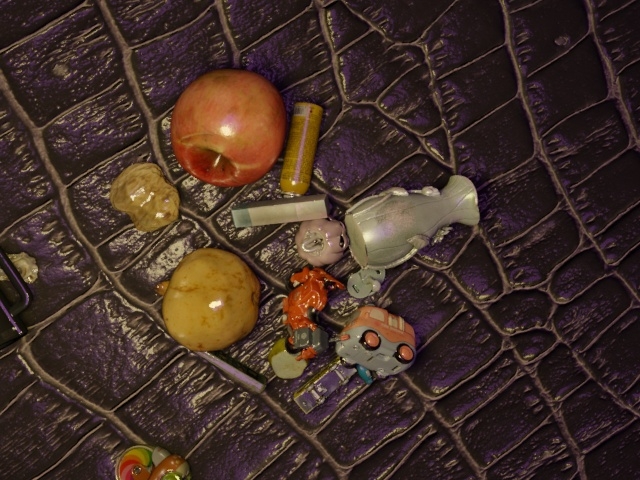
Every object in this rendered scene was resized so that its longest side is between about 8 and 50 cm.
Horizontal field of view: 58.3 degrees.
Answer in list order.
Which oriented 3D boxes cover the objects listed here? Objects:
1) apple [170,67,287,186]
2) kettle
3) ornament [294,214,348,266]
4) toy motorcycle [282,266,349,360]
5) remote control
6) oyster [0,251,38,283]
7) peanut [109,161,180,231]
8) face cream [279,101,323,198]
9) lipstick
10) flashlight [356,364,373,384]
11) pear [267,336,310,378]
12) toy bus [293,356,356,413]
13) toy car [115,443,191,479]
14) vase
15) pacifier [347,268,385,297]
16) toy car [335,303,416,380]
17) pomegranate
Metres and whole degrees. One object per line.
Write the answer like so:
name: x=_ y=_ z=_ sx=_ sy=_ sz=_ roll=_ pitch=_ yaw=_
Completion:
apple: x=-0.278 y=-0.357 z=1.786 sx=0.364 sy=0.364 sz=0.363 roll=0 pitch=90 yaw=-8
kettle: x=-1.048 y=0.194 z=1.742 sx=0.262 sy=0.203 sz=0.307 roll=-28 pitch=91 yaw=26
ornament: x=0.001 y=0.000 z=1.902 sx=0.178 sy=0.177 sz=0.177 roll=0 pitch=90 yaw=-8
toy motorcycle: x=-0.023 y=0.221 z=1.865 sx=0.221 sy=0.148 sz=0.325 roll=-17 pitch=58 yaw=27
remote control: x=-0.304 y=0.405 z=1.893 sx=0.285 sy=0.123 sz=0.038 roll=34 pitch=87 yaw=-4
oyster: x=-0.992 y=0.080 z=1.836 sx=0.166 sy=0.053 sz=0.108 roll=4 pitch=115 yaw=-15
peanut: x=-0.563 y=-0.138 z=1.865 sx=0.197 sy=0.110 sz=0.233 roll=-44 pitch=95 yaw=-11
face cream: x=-0.070 y=-0.282 z=1.934 sx=0.105 sy=0.105 sz=0.348 roll=10 pitch=88 yaw=-7
lipstick: x=-0.131 y=-0.098 z=1.882 sx=0.318 sy=0.066 sz=0.068 roll=-6 pitch=113 yaw=14
flashlight: x=0.143 y=0.438 z=1.992 sx=0.051 sy=0.051 sz=0.129 roll=-29 pitch=100 yaw=-7
pear: x=-0.105 y=0.384 z=1.928 sx=0.141 sy=0.104 sz=0.141 roll=0 pitch=115 yaw=1
toy bus: x=0.016 y=0.489 z=1.958 sx=0.226 sy=0.074 sz=0.081 roll=-41 pitch=94 yaw=-6
toy car: x=-0.556 y=0.758 z=1.861 sx=0.235 sy=0.145 sz=0.235 roll=-1 pitch=77 yaw=3
vase: x=0.310 y=-0.072 z=1.918 sx=0.446 sy=0.250 sz=0.249 roll=-20 pitch=92 yaw=-13
pacifier: x=0.171 y=0.147 z=1.963 sx=0.150 sy=0.116 sz=0.126 roll=-35 pitch=120 yaw=-10
toy car: x=0.191 y=0.325 z=1.925 sx=0.271 sy=0.180 sz=0.212 roll=23 pitch=49 yaw=-13
pomegranate: x=-0.354 y=0.178 z=1.800 sx=0.343 sy=0.342 sz=0.342 roll=0 pitch=90 yaw=-8
